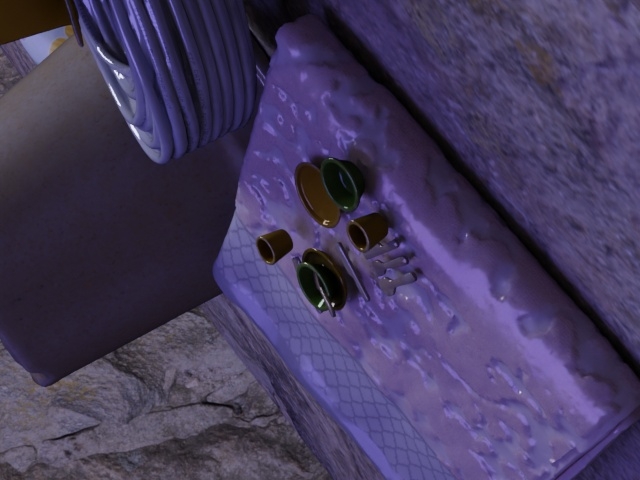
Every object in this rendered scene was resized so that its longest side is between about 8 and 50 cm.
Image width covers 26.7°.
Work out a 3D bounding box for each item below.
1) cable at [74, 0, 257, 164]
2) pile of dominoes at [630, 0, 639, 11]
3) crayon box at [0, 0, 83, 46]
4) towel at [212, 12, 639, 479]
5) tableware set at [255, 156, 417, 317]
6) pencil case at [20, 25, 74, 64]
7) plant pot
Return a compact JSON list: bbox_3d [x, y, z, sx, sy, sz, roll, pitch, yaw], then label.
[{"bbox_3d":[-0.127,-0.185,0.966,0.257,0.089,0.257,62,165,21],"label":"cable"},{"bbox_3d":[0.133,-0.086,0.419,0.251,0.040,0.196,52,169,13],"label":"pile of dominoes"},{"bbox_3d":[-0.251,-0.265,0.949,0.318,0.081,0.202,-127,22,-58],"label":"crayon box"},{"bbox_3d":[0.051,0.053,0.947,0.332,0.053,0.317,50,151,16],"label":"towel"},{"bbox_3d":[0.000,0.000,0.896,0.104,0.024,0.154,63,153,-3],"label":"tableware set"},{"bbox_3d":[-0.267,-0.208,1.558,0.273,0.113,0.124,54,178,2],"label":"pencil case"},{"bbox_3d":[-0.190,-0.044,1.214,0.334,0.305,0.334,52,169,15],"label":"plant pot"}]
